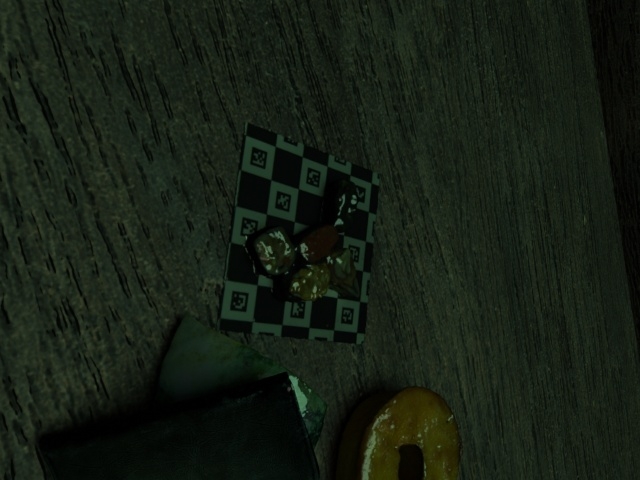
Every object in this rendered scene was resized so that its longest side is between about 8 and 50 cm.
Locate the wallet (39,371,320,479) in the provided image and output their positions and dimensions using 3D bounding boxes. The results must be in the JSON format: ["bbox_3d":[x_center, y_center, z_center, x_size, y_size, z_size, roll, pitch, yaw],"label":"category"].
[{"bbox_3d":[-0.168,0.279,0.645,0.318,0.045,0.172,-16,102,0],"label":"wallet"}]

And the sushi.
[{"bbox_3d":[0.000,0.000,0.921,0.343,0.064,0.358,15,77,-40],"label":"sushi"}]

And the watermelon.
[{"bbox_3d":[-0.132,0.253,0.744,0.256,0.176,0.260,-37,119,6],"label":"watermelon"}]

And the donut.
[{"bbox_3d":[0.144,0.429,0.985,0.303,0.110,0.302,5,82,-40],"label":"donut"}]
